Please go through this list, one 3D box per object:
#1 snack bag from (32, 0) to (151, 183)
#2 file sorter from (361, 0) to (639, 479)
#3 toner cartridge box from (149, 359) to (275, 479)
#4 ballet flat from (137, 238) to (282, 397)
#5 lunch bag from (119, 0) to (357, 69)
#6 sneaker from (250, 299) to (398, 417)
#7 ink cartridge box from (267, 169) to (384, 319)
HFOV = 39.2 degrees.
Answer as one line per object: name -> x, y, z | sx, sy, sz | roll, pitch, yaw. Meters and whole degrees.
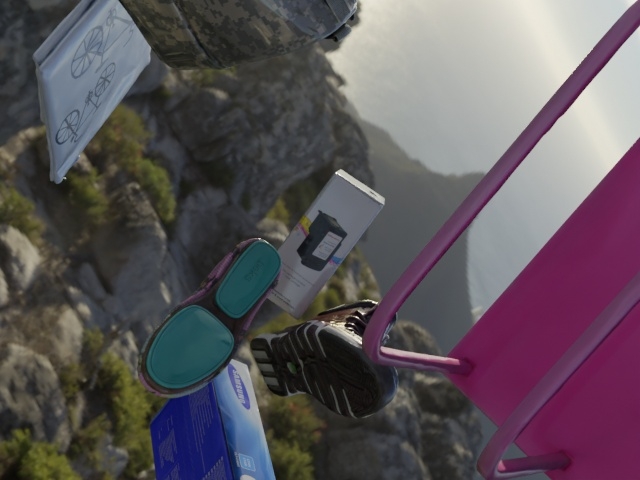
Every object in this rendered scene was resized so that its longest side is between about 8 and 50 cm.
snack bag -> -0.356, -0.292, 1.450 | 0.037, 0.342, 0.323 | 28, 63, 1
file sorter -> 0.189, 0.070, 0.337 | 0.291, 0.202, 0.182 | 44, 10, 25
toner cartridge box -> -0.138, 0.328, 1.179 | 0.075, 0.165, 0.347 | 25, 27, -32
ballet flat -> -0.114, 0.082, 0.891 | 0.077, 0.079, 0.221 | 44, 47, -9
lunch bag -> -0.115, -0.363, 1.078 | 0.212, 0.256, 0.305 | -54, 132, -29
sneaker -> 0.042, 0.113, 1.025 | 0.281, 0.163, 0.106 | -1, -70, 62
ink cartridge box -> 0.000, 0.000, 1.127 | 0.072, 0.175, 0.127 | 36, 7, 0
